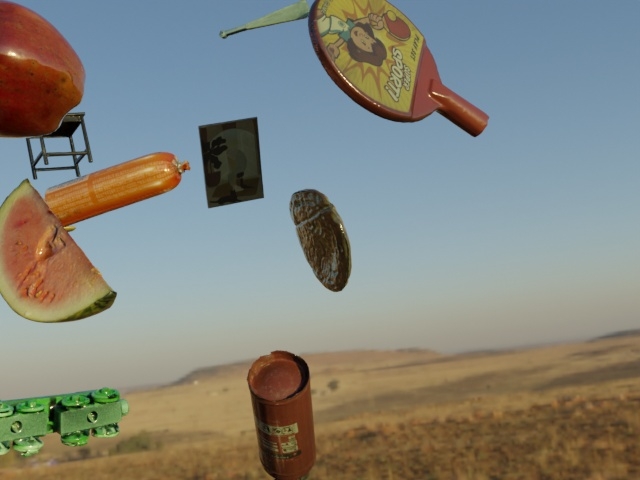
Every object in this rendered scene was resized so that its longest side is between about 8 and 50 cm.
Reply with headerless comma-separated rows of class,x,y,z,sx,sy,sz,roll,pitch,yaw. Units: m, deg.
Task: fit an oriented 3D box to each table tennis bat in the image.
table tennis bat,0.149,-0.319,1.602,0.414,0.268,0.051,30,-38,-22

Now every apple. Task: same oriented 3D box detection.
apple,-0.520,-0.277,1.431,0.234,0.234,0.234,-7,-8,-1

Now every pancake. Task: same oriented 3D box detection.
pancake,-0.001,0.000,1.886,0.031,0.250,0.250,-23,-1,-24

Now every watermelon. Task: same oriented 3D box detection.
watermelon,-0.445,0.053,1.453,0.159,0.303,0.128,-49,-30,6

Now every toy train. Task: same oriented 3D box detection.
toy train,-0.410,0.258,1.262,0.251,0.085,0.119,2,5,-44

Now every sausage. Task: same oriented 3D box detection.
sausage,-0.414,-0.114,1.779,0.312,0.093,0.093,-17,-10,12

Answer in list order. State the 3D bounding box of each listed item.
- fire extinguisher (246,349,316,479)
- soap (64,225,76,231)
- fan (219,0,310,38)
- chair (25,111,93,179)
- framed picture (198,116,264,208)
fire extinguisher,-0.075,0.351,1.492,0.106,0.337,0.147,30,52,32
soap,-0.672,-0.028,2.197,0.089,0.012,0.034,-4,-17,-37
fan,-0.111,-0.432,1.687,0.193,0.038,0.016,-12,-11,17
chair,-0.744,-0.316,2.391,0.154,0.260,0.141,-7,-13,-36
framed picture,-0.201,-0.176,1.948,0.136,0.201,0.010,-11,30,-15
